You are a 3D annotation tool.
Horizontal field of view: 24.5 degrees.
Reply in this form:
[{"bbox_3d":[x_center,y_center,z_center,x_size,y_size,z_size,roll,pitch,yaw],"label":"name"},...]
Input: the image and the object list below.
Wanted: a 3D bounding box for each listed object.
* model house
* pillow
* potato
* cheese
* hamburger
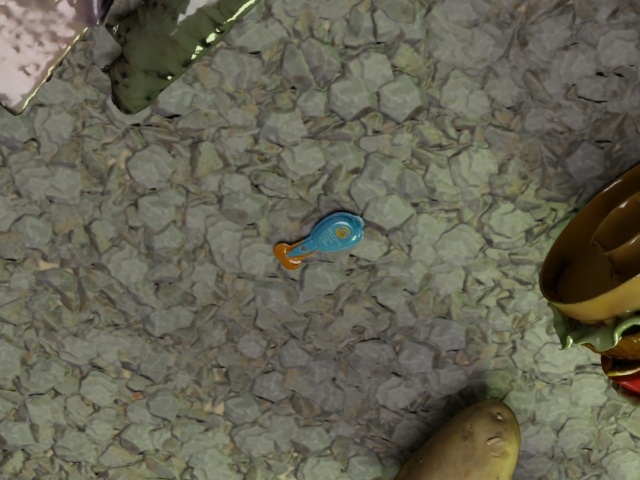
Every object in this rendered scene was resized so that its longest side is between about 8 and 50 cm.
[{"bbox_3d":[-0.263,-0.285,1.359,0.202,0.237,0.237,41,112,-12],"label":"model house"},{"bbox_3d":[-0.145,-0.223,1.490,0.241,0.051,0.093,-38,118,25],"label":"pillow"},{"bbox_3d":[0.148,0.293,1.728,0.128,0.161,0.235,25,131,-11],"label":"potato"},{"bbox_3d":[0.000,0.000,1.641,0.111,0.017,0.047,-25,114,18],"label":"cheese"},{"bbox_3d":[0.377,0.053,1.500,0.274,0.274,0.212,-37,106,23],"label":"hamburger"}]
